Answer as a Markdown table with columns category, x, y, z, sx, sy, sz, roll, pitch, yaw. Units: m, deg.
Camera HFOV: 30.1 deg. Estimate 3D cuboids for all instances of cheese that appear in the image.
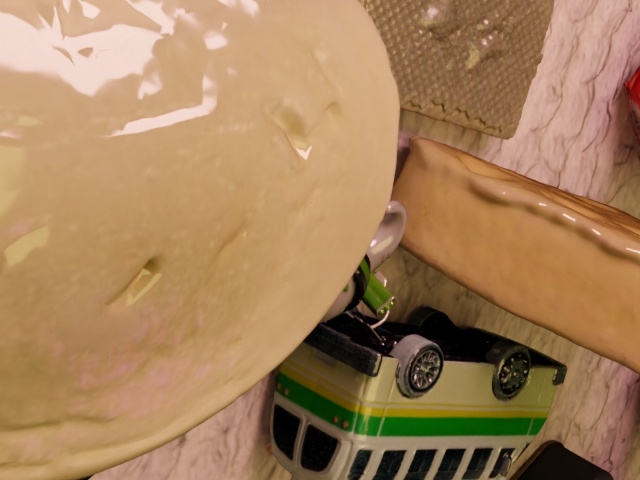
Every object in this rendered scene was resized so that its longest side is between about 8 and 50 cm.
| category | x | y | z | sx | sy | sz | roll | pitch | yaw |
| --- | --- | --- | --- | --- | --- | --- | --- | --- | --- |
| cheese | 0.221 | 0.014 | 1.091 | 0.384 | 0.384 | 0.104 | 14 | 104 | -44 |

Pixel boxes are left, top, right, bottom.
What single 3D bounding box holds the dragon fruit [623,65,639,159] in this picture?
| category | x | y | z | sx | sy | sz | roll | pitch | yaw |
| --- | --- | --- | --- | --- | --- | --- | --- | --- | --- |
| dragon fruit | 0.441 | -0.138 | 1.244 | 0.227 | 0.224 | 0.224 | -24 | 131 | 12 |

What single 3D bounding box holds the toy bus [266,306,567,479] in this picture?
| category | x | y | z | sx | sy | sz | roll | pitch | yaw |
| --- | --- | --- | --- | --- | --- | --- | --- | --- | --- |
| toy bus | 0.087 | 0.152 | 1.105 | 0.276 | 0.134 | 0.164 | 10 | 99 | -42 |

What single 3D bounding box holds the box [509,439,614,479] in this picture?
| category | x | y | z | sx | sy | sz | roll | pitch | yaw |
| --- | --- | --- | --- | --- | --- | --- | --- | --- | --- |
| box | 0.257 | 0.346 | 1.365 | 0.201 | 0.090 | 0.144 | -41 | 129 | -22 |

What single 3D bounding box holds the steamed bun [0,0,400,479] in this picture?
| category | x | y | z | sx | sy | sz | roll | pitch | yaw |
| --- | --- | --- | --- | --- | --- | --- | --- | --- | --- |
| steamed bun | -0.210 | -0.031 | 0.599 | 0.456 | 0.371 | 0.289 | -10 | 114 | -36 |

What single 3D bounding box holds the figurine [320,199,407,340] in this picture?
| category | x | y | z | sx | sy | sz | roll | pitch | yaw |
| --- | --- | --- | --- | --- | --- | --- | --- | --- | --- |
| figurine | 0.000 | 0.000 | 0.953 | 0.147 | 0.126 | 0.192 | 82 | 30 | -53 |

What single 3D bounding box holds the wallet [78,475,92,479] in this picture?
| category | x | y | z | sx | sy | sz | roll | pitch | yaw |
| --- | --- | --- | --- | --- | --- | --- | --- | --- | --- |
| wallet | -0.200 | 0.104 | 0.885 | 0.377 | 0.051 | 0.197 | -38 | 130 | -27 |

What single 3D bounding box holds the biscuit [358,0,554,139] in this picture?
| category | x | y | z | sx | sy | sz | roll | pitch | yaw |
| --- | --- | --- | --- | --- | --- | --- | --- | --- | --- |
| biscuit | 0.107 | -0.182 | 1.045 | 0.252 | 0.052 | 0.150 | 11 | 99 | -44 |
